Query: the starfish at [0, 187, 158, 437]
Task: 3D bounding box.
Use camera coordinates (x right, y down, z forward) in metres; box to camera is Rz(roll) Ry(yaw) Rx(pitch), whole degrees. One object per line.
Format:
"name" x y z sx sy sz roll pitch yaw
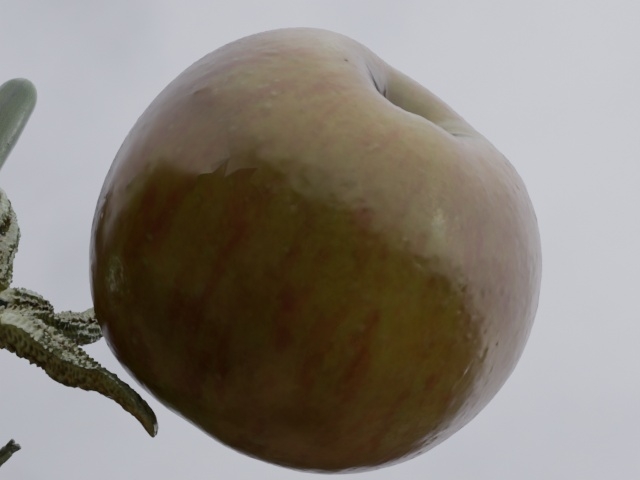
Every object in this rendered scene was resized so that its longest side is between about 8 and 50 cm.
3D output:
"starfish" -0.292 0.033 1.472 0.358 0.078 0.347 35 15 -15

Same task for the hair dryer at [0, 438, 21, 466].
"hair dryer" -0.397 0.284 1.898 0.237 0.206 0.075 -42 -96 25

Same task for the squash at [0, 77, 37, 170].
"squash" -0.447 -0.117 2.265 0.066 0.252 0.066 18 -28 10

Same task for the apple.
"apple" 0.000 0.000 1.459 0.400 0.400 0.334 23 -63 6
